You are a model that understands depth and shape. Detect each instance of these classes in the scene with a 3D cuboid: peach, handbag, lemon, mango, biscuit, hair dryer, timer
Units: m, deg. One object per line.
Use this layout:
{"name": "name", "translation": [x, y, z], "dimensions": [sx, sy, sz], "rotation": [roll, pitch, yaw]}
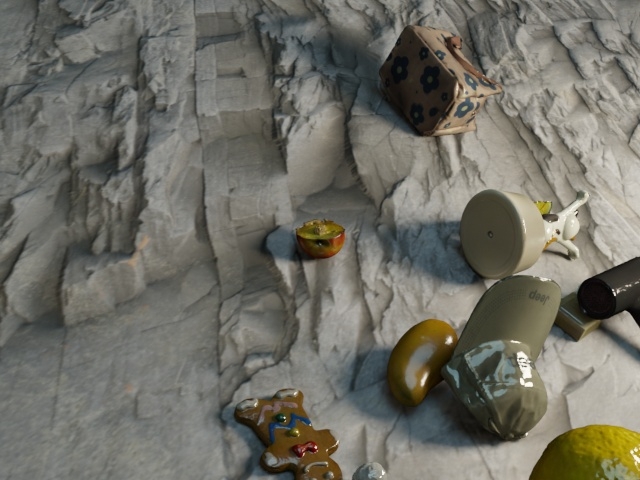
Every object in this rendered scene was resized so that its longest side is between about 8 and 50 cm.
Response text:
{"name": "peach", "translation": [0.000, 0.000, 1.888], "dimensions": [0.098, 0.061, 0.098], "rotation": [-1, 21, 0]}
{"name": "handbag", "translation": [0.288, -0.371, 2.381], "dimensions": [0.193, 0.190, 0.251], "rotation": [-7, 51, -39]}
{"name": "lemon", "translation": [0.422, 0.384, 1.450], "dimensions": [0.253, 0.228, 0.228], "rotation": [17, 37, -7]}
{"name": "mango", "translation": [0.167, 0.204, 1.686], "dimensions": [0.102, 0.085, 0.184], "rotation": [34, 50, 8]}
{"name": "biscuit", "translation": [-0.033, 0.304, 1.518], "dimensions": [0.138, 0.031, 0.205], "rotation": [-9, 46, -32]}
{"name": "hair dryer", "translation": [0.619, 0.154, 1.911], "dimensions": [0.197, 0.089, 0.251], "rotation": [-14, 64, -42]}
{"name": "timer", "translation": [0.431, -0.020, 2.017], "dimensions": [0.266, 0.175, 0.175], "rotation": [-5, 43, -35]}

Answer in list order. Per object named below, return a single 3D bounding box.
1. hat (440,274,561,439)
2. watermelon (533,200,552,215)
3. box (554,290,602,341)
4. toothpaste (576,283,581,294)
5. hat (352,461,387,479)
{"name": "hat", "translation": [0.328, 0.191, 1.648], "dimensions": [0.214, 0.245, 0.149], "rotation": [10, 30, -36]}
{"name": "watermelon", "translation": [0.381, -0.051, 2.095], "dimensions": [0.181, 0.092, 0.075], "rotation": [-6, 28, -16]}
{"name": "box", "translation": [0.487, 0.144, 1.934], "dimensions": [0.079, 0.035, 0.083], "rotation": [-24, 54, -41]}
{"name": "toothpaste", "translation": [0.605, 0.106, 2.034], "dimensions": [0.205, 0.036, 0.056], "rotation": [2, 43, -28]}
{"name": "hat", "translation": [0.071, 0.381, 1.437], "dimensions": [0.112, 0.094, 0.162], "rotation": [24, 18, -8]}
